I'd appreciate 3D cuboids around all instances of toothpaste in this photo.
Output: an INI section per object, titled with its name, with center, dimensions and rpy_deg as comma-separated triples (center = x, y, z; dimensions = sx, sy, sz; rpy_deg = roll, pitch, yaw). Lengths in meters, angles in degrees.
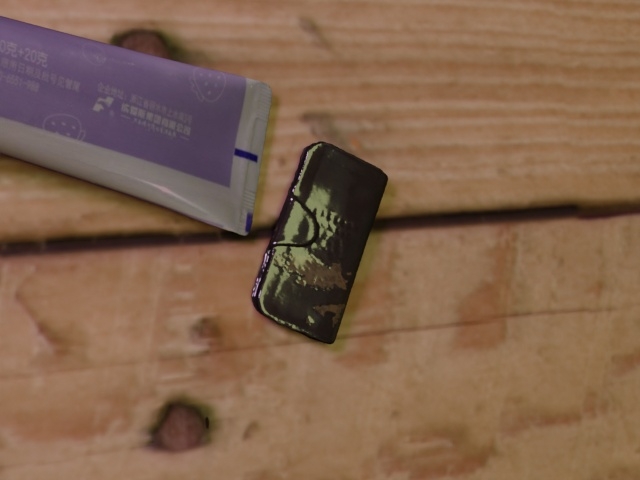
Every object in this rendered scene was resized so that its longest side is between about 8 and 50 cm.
[toothpaste]
center = -0.196, -0.101, 0.814
dimensions = 0.371, 0.080, 0.125
rpy_deg = 14, 78, -31

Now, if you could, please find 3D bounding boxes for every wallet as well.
[wallet]
center = 0.000, 0.000, 0.932
dimensions = 0.082, 0.018, 0.156
rpy_deg = 27, 73, -22
